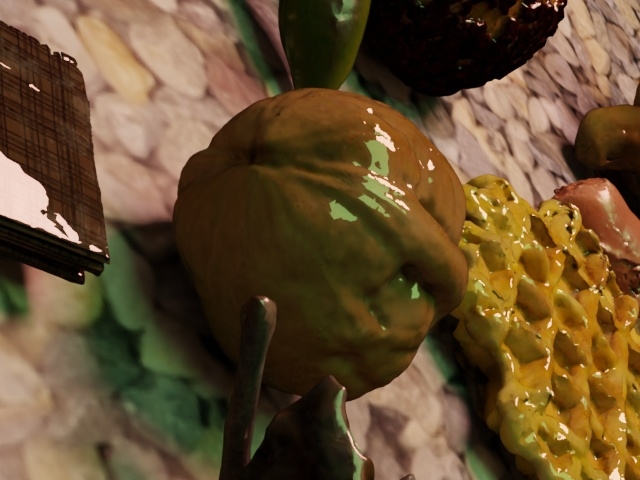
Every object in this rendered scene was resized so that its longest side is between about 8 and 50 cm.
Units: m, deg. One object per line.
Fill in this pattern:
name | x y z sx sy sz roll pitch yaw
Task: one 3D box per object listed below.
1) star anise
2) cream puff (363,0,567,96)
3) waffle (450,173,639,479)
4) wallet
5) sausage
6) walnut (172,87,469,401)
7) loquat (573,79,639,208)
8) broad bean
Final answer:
star anise | -0.010 0.152 0.726 0.209 0.089 0.231 47 33 -49
cream puff | 0.086 -0.225 1.176 0.239 0.165 0.239 42 29 -31
waffle | 0.180 0.095 1.141 0.307 0.060 0.311 -5 70 -62
wallet | -0.184 -0.064 0.692 0.230 0.042 0.124 27 41 -46
sausage | 0.277 0.065 1.319 0.304 0.078 0.078 47 30 -24
walnut | 0.000 0.000 0.843 0.166 0.149 0.166 -23 117 -56
loquat | 0.390 -0.081 1.432 0.360 0.328 0.328 4 48 -8
broad bean | 0.016 -0.201 1.043 0.065 0.046 0.254 18 85 -20
